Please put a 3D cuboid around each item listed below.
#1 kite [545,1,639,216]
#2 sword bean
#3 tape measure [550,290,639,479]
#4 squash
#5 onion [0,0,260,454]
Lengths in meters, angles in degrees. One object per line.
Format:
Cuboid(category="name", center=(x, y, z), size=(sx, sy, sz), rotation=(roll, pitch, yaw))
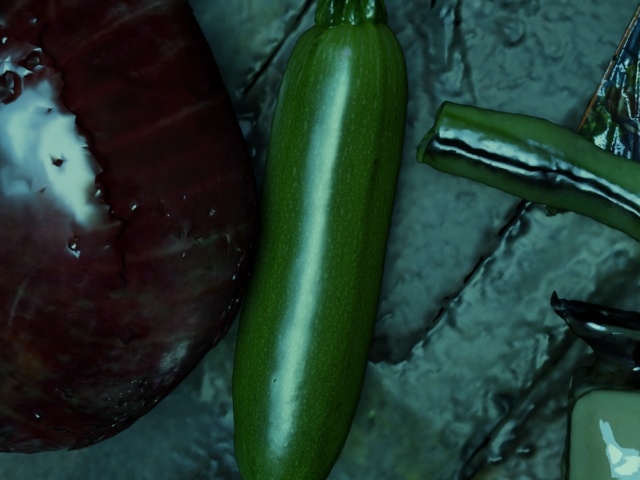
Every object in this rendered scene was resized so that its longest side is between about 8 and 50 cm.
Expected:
Cuboid(category="kite", center=(0.210, -0.070, 0.513), size=(0.232, 0.009, 0.189), rotation=(-19, 88, 12))
Cuboid(category="sword bean", center=(0.172, -0.001, 0.500), size=(0.269, 0.038, 0.043), rotation=(25, 111, 9))
Cuboid(category="tape measure", center=(0.214, 0.158, 0.460), size=(0.232, 0.133, 0.271), rotation=(0, 89, 12))
Cuboid(category="squash", center=(0.000, 0.000, 0.528), size=(0.069, 0.069, 0.258), rotation=(10, 91, 11))
Cuboid(category="onion", center=(-0.152, -0.022, 0.484), size=(0.252, 0.219, 0.252), rotation=(3, 97, 24))
